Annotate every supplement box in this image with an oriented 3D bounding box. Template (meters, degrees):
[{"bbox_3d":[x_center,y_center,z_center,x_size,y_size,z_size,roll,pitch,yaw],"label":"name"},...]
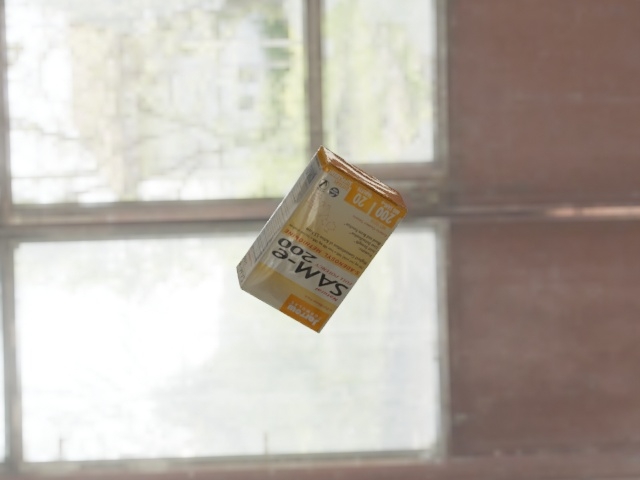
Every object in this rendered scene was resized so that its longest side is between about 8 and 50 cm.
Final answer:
[{"bbox_3d":[0.000,0.000,1.076,0.098,0.062,0.036,-55,18,15],"label":"supplement box"}]
